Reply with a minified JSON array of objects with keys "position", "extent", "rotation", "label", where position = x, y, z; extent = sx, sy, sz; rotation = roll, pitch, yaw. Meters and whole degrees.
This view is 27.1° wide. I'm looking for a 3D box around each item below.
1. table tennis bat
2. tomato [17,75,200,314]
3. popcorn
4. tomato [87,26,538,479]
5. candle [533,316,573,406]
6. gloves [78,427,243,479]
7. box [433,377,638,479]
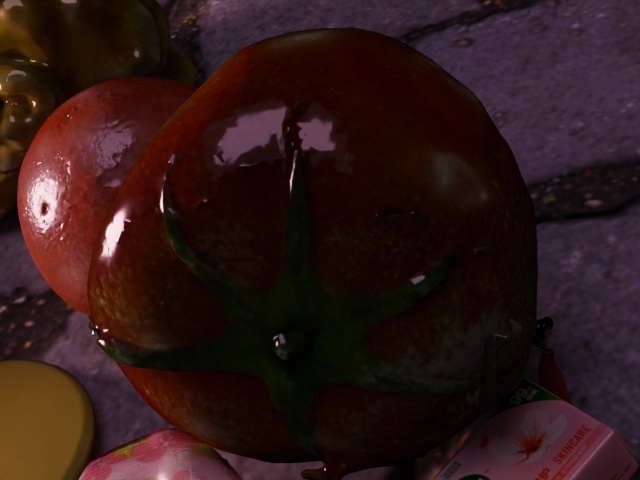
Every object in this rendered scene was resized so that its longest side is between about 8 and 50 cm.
[{"position":[-0.321,0.225,1.008],"extent":[0.224,0.054,0.369],"rotation":[13,48,38],"label":"table tennis bat"},{"position":[-0.141,-0.031,1.081],"extent":[0.208,0.208,0.184],"rotation":[-41,27,-20],"label":"tomato"},{"position":[-0.276,-0.191,1.286],"extent":[0.290,0.325,0.321],"rotation":[-12,85,8],"label":"popcorn"},{"position":[0.000,0.000,0.890],"extent":[0.303,0.303,0.239],"rotation":[-10,33,16],"label":"tomato"},{"position":[0.164,0.113,0.914],"extent":[0.026,0.021,0.167],"rotation":[-16,41,8],"label":"candle"},{"position":[-0.102,0.224,0.850],"extent":[0.145,0.126,0.241],"rotation":[0,36,-10],"label":"gloves"},{"position":[0.127,0.159,0.841],"extent":[0.125,0.043,0.089],"rotation":[-47,36,-12],"label":"box"}]
